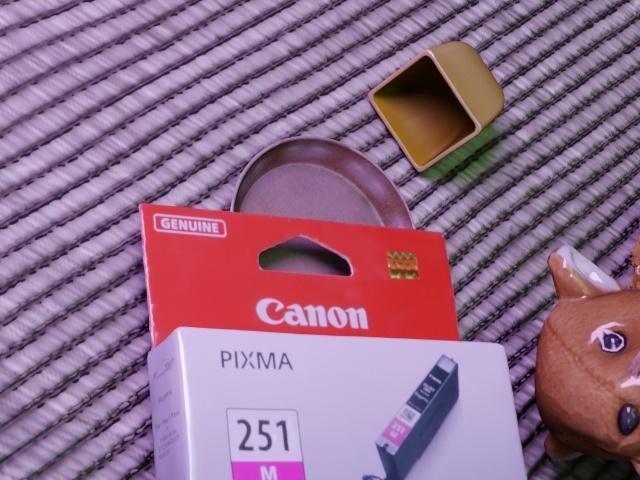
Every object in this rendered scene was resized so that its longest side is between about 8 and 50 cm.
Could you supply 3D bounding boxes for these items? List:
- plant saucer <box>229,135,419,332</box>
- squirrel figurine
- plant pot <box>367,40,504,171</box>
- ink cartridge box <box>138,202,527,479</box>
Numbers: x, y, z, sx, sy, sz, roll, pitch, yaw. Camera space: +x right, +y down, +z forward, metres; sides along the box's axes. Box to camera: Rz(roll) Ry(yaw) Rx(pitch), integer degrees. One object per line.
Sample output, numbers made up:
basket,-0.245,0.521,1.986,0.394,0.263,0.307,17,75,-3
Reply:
plant saucer,0.000,0.000,1.084,0.168,0.029,0.168,10,67,-25
squirrel figurine,0.359,0.091,1.118,0.371,0.397,0.281,-3,110,7
plant pot,0.108,-0.122,1.164,0.083,0.081,0.081,-35,91,-46
ink cartridge box,0.011,0.083,0.996,0.275,0.060,0.238,5,66,-28
